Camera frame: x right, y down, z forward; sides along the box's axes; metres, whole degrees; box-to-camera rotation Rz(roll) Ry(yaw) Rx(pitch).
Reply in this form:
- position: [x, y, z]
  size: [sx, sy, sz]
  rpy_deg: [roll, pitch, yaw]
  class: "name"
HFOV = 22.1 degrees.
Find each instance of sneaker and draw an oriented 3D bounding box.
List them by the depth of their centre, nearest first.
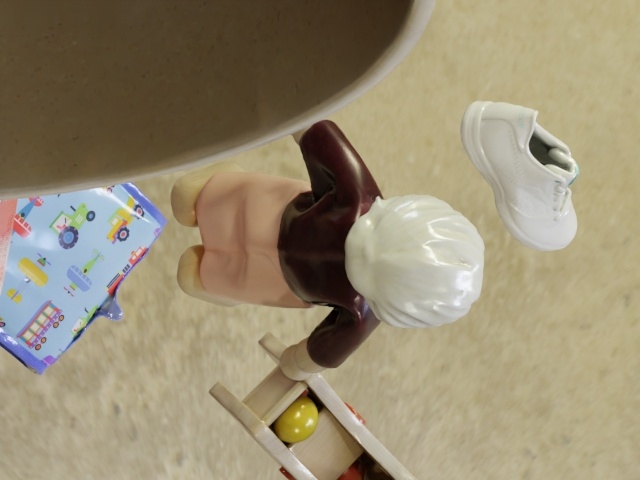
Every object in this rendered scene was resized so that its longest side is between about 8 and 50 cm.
- position: [0.223, -0.059, 1.641]
  size: [0.094, 0.212, 0.080]
  rpy_deg: [-1, 55, 36]
  class: "sneaker"

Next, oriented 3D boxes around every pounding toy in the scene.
- position: [-0.016, 0.218, 1.483]
  size: [0.155, 0.269, 0.154]
  rpy_deg: [-45, 51, -7]
  class: "pounding toy"

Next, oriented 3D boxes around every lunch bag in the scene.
- position: [-0.306, -0.006, 1.731]
  size: [0.293, 0.138, 0.221]
  rpy_deg: [45, 76, -31]
  class: "lunch bag"

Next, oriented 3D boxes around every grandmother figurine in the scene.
- position: [0.000, 0.000, 1.204]
  size: [0.104, 0.342, 0.208]
  rpy_deg: [-19, 105, -28]
  class: "grandmother figurine"

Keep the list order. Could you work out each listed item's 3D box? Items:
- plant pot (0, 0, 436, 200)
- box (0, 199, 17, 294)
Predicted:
- position: [-0.111, -0.173, 0.385]
  size: [0.256, 0.256, 0.274]
  rpy_deg: [-3, 75, -3]
  class: "plant pot"
- position: [-0.338, -0.085, 1.333]
  size: [0.154, 0.142, 0.300]
  rpy_deg: [29, 119, 24]
  class: "box"
